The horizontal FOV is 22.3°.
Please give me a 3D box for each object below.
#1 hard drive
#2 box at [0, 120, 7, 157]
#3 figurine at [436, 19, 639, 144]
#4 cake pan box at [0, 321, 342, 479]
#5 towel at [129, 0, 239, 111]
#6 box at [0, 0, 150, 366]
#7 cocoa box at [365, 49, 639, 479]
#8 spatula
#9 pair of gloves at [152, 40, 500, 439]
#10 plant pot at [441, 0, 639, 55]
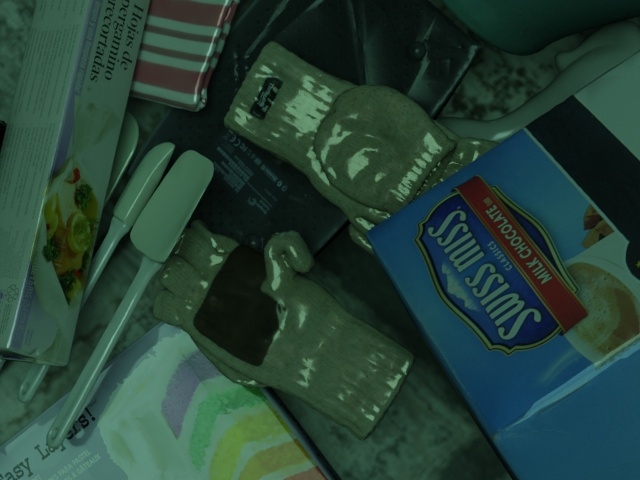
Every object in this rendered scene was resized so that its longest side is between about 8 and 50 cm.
[{"bbox_3d":[-0.011,-0.093,1.221,0.172,0.054,0.254,44,103,18],"label":"hard drive"},{"bbox_3d":[-0.407,0.021,1.218,0.294,0.183,0.296,12,84,6],"label":"box"},{"bbox_3d":[0.177,-0.029,1.212,0.209,0.092,0.215,-22,81,8],"label":"figurine"},{"bbox_3d":[-0.123,0.216,1.227,0.267,0.070,0.246,-36,79,2],"label":"cake pan box"},{"bbox_3d":[-0.110,-0.201,1.255,0.144,0.029,0.197,18,88,40],"label":"towel"},{"bbox_3d":[-0.195,-0.068,1.213,0.067,0.063,0.324,2,75,38],"label":"box"},{"bbox_3d":[0.227,0.102,1.037,0.228,0.231,0.347,-33,126,3],"label":"cocoa box"},{"bbox_3d":[-0.172,0.027,1.215,0.168,0.019,0.242,31,92,49],"label":"spatula"},{"bbox_3d":[0.000,0.000,1.166,0.204,0.042,0.240,24,94,18],"label":"pair of gloves"},{"bbox_3d":[0.193,-0.271,1.136,0.255,0.272,0.271,-33,80,33],"label":"plant pot"}]
